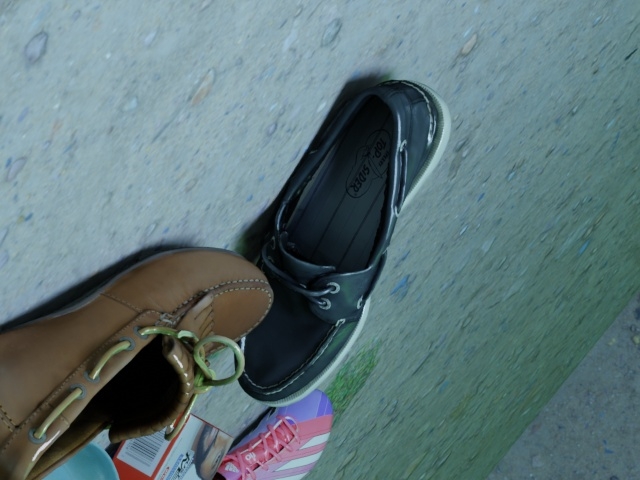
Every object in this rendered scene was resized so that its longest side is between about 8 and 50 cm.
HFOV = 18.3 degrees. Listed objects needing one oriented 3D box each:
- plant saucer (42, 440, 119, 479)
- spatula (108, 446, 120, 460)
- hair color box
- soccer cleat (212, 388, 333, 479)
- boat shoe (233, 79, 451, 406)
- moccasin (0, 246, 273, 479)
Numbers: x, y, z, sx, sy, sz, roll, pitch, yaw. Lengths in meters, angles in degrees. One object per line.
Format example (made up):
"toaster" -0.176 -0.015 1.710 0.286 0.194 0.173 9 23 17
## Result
"plant saucer" -0.283 0.315 1.756 0.317 0.043 0.318 -46 146 -43
"spatula" -0.244 0.323 2.010 0.084 0.030 0.296 -43 162 -51
"hair color box" -0.148 0.214 1.982 0.093 0.053 0.167 -61 164 -5
"soccer cleat" -0.077 0.252 2.218 0.248 0.083 0.095 -43 156 -17
"boat shoe" 0.004 0.002 1.846 0.340 0.127 0.113 -57 161 9
"moccasin" -0.152 0.104 1.619 0.380 0.147 0.139 -21 145 -59
